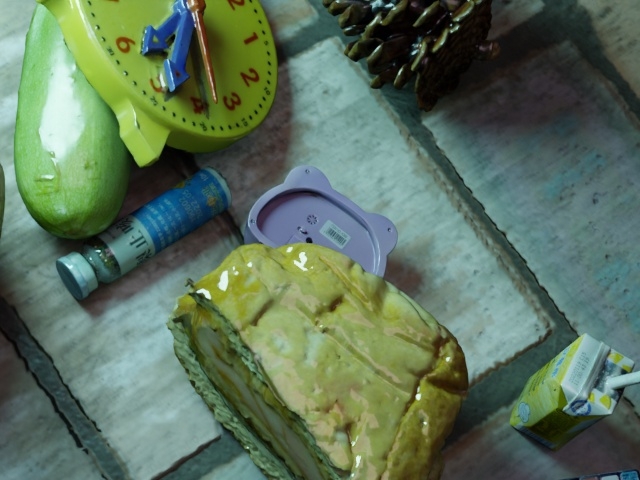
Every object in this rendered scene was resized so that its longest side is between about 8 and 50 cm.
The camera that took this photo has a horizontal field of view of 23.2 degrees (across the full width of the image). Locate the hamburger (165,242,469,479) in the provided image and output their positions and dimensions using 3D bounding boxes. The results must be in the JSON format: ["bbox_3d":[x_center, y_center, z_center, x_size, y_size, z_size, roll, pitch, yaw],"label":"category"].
[{"bbox_3d":[0.027,0.138,1.508,0.209,0.162,0.330,-34,79,-27],"label":"hamburger"}]

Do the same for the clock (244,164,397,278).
[{"bbox_3d":[0.000,0.000,1.616,0.153,0.050,0.110,36,64,0],"label":"clock"}]

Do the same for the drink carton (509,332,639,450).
[{"bbox_3d":[0.259,0.147,1.548,0.074,0.200,0.084,33,63,1],"label":"drink carton"}]

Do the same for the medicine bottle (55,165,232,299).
[{"bbox_3d":[-0.175,-0.008,1.570,0.191,0.051,0.051,-35,81,-25],"label":"medicine bottle"}]

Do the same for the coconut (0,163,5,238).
[{"bbox_3d":[-0.401,-0.025,1.423,0.227,0.227,0.230,5,69,-14],"label":"coconut"}]

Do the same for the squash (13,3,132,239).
[{"bbox_3d":[-0.248,-0.175,1.581,0.118,0.118,0.370,4,67,-14],"label":"squash"}]

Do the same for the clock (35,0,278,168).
[{"bbox_3d":[-0.147,-0.224,1.579,0.277,0.071,0.293,55,36,-10],"label":"clock"}]

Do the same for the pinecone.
[{"bbox_3d":[0.095,-0.258,1.679,0.169,0.185,0.212,-3,47,-42],"label":"pinecone"}]

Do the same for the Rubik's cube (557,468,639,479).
[{"bbox_3d":[0.269,0.287,1.554,0.092,0.092,0.092,-5,71,-18],"label":"Rubik's cube"}]
